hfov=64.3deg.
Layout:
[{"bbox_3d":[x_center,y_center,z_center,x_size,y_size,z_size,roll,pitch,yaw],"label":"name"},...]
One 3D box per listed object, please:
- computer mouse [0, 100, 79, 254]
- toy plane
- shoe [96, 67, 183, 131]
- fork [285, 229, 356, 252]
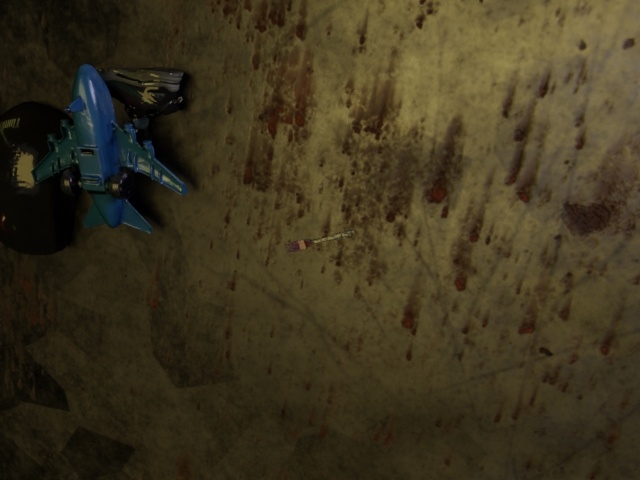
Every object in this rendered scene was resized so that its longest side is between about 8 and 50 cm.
[{"bbox_3d":[-0.523,-0.105,0.897,0.170,0.100,0.269,22,110,16],"label":"computer mouse"},{"bbox_3d":[-0.341,-0.129,0.789,0.254,0.105,0.271,4,128,5],"label":"toy plane"},{"bbox_3d":[-0.289,-0.220,0.800,0.169,0.071,0.099,5,111,18],"label":"shoe"},{"bbox_3d":[0.000,0.000,0.779,0.115,0.012,0.016,-15,102,18],"label":"fork"}]
